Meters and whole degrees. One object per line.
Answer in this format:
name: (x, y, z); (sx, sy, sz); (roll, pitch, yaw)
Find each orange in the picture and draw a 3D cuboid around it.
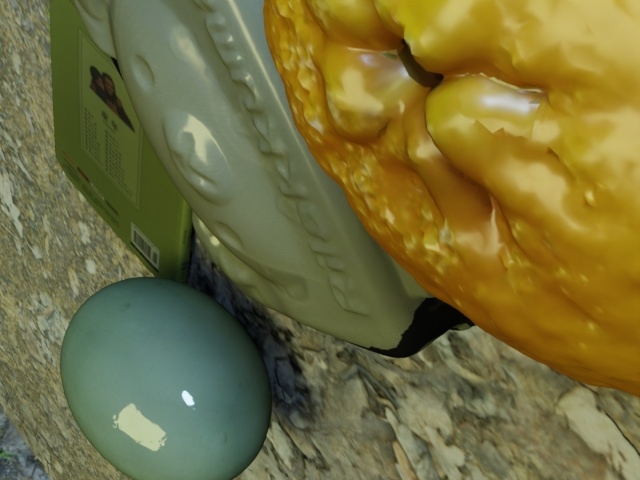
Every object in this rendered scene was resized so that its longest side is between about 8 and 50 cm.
orange: (0.135, -0.097, 0.442); (0.340, 0.293, 0.341); (42, 147, 35)

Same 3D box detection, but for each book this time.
book: (-0.210, -0.117, 1.290); (0.239, 0.035, 0.352); (47, 149, 21)

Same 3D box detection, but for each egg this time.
egg: (-0.166, 0.150, 1.288); (0.282, 0.203, 0.203); (38, 145, 45)

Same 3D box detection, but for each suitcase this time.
suitcase: (-0.030, -0.099, 0.806); (0.339, 0.194, 0.352); (16, 136, 59)
